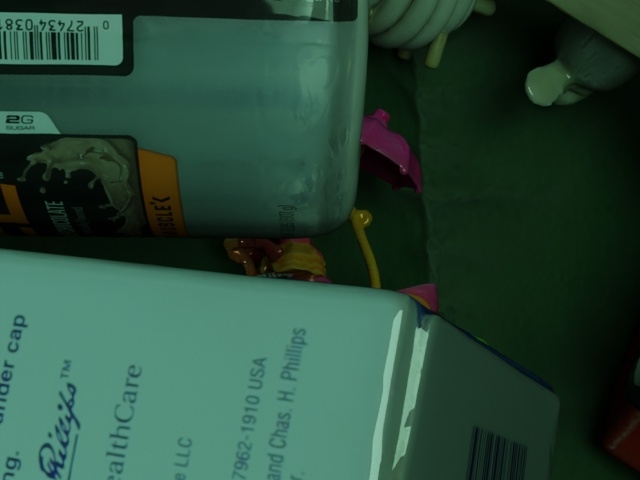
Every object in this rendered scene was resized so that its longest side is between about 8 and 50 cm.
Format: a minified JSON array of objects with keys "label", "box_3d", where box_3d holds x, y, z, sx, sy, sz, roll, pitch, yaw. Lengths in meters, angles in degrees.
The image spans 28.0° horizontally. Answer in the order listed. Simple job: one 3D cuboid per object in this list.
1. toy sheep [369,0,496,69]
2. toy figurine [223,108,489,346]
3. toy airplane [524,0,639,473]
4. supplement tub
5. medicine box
[{"label":"toy sheep","box_3d":[0.050,-0.153,0.772,0.132,0.091,0.091,10,81,-35]},{"label":"toy figurine","box_3d":[0.000,0.000,0.738,0.173,0.130,0.159,-7,73,1]},{"label":"toy airplane","box_3d":[0.326,-0.057,0.775,0.385,0.272,0.386,-14,105,8]},{"label":"supplement tub","box_3d":[-0.151,-0.104,0.583,0.338,0.207,0.207,1,84,-1]},{"label":"medicine box","box_3d":[-0.071,0.099,0.534,0.289,0.263,0.149,6,80,21]}]
